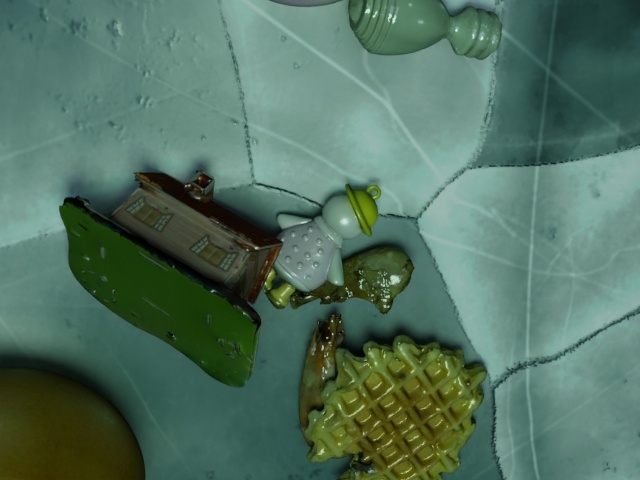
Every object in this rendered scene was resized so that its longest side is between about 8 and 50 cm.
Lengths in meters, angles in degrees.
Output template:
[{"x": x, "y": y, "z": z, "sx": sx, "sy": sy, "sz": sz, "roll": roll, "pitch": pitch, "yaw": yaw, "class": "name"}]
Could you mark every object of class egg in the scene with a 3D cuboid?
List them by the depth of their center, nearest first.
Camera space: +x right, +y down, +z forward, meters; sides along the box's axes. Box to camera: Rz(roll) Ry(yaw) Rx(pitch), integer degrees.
[{"x": -0.400, "y": 0.302, "z": 1.222, "sx": 0.351, "sy": 0.282, "sz": 0.283, "roll": 9, "pitch": 107, "yaw": 0, "class": "egg"}]

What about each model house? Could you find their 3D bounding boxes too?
[{"x": -0.166, "y": 0.027, "z": 1.223, "sx": 0.293, "sy": 0.154, "sz": 0.207, "roll": 30, "pitch": 147, "yaw": 13, "class": "model house"}]

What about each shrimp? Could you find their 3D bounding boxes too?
[{"x": 0.036, "y": 0.203, "z": 1.345, "sx": 0.132, "sy": 0.053, "sz": 0.236, "roll": -1, "pitch": 111, "yaw": -3, "class": "shrimp"}]

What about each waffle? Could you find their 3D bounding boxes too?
[{"x": 0.105, "y": 0.247, "z": 1.340, "sx": 0.261, "sy": 0.056, "sz": 0.250, "roll": 7, "pitch": 111, "yaw": -18, "class": "waffle"}]

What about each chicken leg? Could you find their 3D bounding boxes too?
[{"x": 0.042, "y": 0.064, "z": 1.292, "sx": 0.178, "sy": 0.070, "sz": 0.093, "roll": -13, "pitch": 68, "yaw": 10, "class": "chicken leg"}]

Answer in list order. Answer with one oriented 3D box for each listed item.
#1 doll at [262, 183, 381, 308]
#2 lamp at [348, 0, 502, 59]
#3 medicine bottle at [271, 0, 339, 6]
[{"x": 0.000, "y": 0.000, "z": 1.264, "sx": 0.207, "sy": 0.081, "sz": 0.129, "roll": -42, "pitch": 73, "yaw": 4, "class": "doll"}, {"x": 0.125, "y": -0.270, "z": 1.185, "sx": 0.192, "sy": 0.106, "sz": 0.106, "roll": 10, "pitch": 107, "yaw": -19, "class": "lamp"}, {"x": -0.016, "y": -0.374, "z": 1.028, "sx": 0.241, "sy": 0.302, "sz": 0.241, "roll": -1, "pitch": 107, "yaw": -4, "class": "medicine bottle"}]
